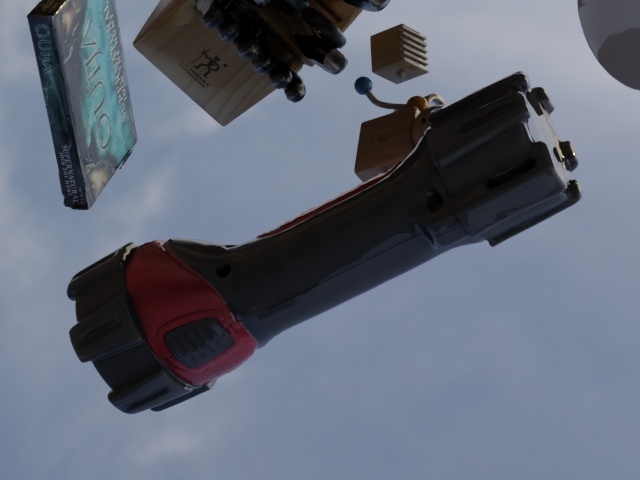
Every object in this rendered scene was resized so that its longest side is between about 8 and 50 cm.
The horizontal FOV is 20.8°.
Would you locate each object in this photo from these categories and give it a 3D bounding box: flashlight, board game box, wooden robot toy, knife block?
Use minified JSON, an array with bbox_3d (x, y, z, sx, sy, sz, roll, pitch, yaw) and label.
[{"bbox_3d":[0.000,0.000,1.007,0.304,0.103,0.103,-28,164,19],"label":"flashlight"},{"bbox_3d":[-0.202,-0.137,1.506,0.026,0.186,0.126,4,-146,16],"label":"board game box"},{"bbox_3d":[0.069,-0.064,1.100,0.079,0.076,0.173,-20,-133,36],"label":"wooden robot toy"},{"bbox_3d":[-0.003,-0.191,1.137,0.242,0.088,0.275,-32,-157,42],"label":"knife block"}]

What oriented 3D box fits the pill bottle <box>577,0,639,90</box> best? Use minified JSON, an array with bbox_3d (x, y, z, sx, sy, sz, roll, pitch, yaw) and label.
[{"bbox_3d":[0.238,-0.149,0.966,0.187,0.112,0.112,-23,-161,-30],"label":"pill bottle"}]
